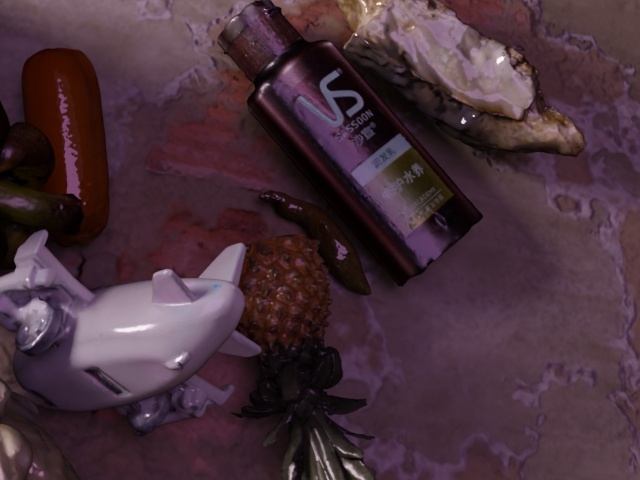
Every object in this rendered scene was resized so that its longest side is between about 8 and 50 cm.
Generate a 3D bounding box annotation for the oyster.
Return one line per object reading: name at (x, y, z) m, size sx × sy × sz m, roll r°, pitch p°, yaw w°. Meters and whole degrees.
oyster at (0.123, -0.190, 1.151) m, size 0.341 × 0.166 × 0.110 m, roll 38°, pitch 89°, yaw -15°

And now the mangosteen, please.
mangosteen at (-0.331, -0.052, 0.931) m, size 0.257 × 0.215 × 0.215 m, roll 21°, pitch 69°, yaw -11°

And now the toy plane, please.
toy plane at (-0.168, 0.082, 0.943) m, size 0.252 × 0.252 × 0.118 m, roll 19°, pitch 49°, yaw -11°

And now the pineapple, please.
pineapple at (-0.014, 0.134, 1.028) m, size 0.130 × 0.119 × 0.278 m, roll -7°, pitch 76°, yaw -28°

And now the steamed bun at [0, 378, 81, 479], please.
steamed bun at (-0.368, 0.209, 0.832) m, size 0.352 × 0.247 × 0.339 m, roll -15°, pitch 64°, yaw -31°

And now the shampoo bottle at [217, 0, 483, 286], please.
shampoo bottle at (0.024, -0.110, 1.131) m, size 0.129 × 0.084 × 0.323 m, roll -38°, pitch 88°, yaw -26°

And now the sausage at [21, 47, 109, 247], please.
sausage at (-0.244, -0.090, 1.046) m, size 0.076 × 0.076 × 0.198 m, roll -4°, pitch 77°, yaw -19°

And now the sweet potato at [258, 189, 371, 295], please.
sweet potato at (0.003, -0.004, 1.119) m, size 0.153 × 0.038 × 0.041 m, roll 45°, pitch 44°, yaw 1°
